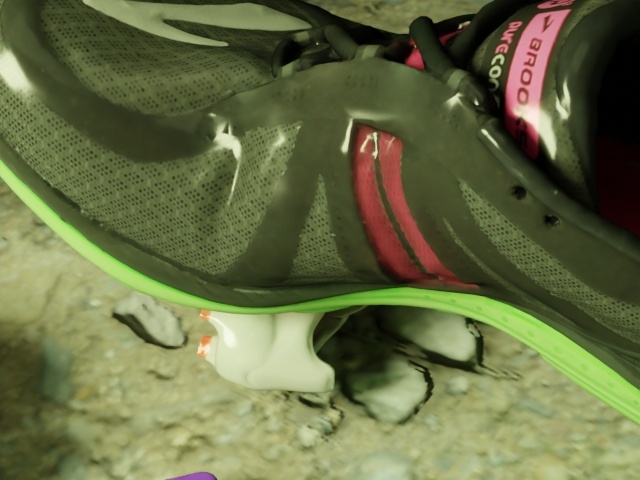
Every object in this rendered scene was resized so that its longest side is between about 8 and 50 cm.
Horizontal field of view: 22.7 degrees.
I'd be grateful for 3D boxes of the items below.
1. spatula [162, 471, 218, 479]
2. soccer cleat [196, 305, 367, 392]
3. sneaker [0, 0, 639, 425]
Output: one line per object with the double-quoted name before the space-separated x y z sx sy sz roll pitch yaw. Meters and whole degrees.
"spatula" 0.011 0.137 0.709 0.296 0.030 0.084 -4 44 9
"soccer cleat" 0.000 0.000 0.828 0.076 0.068 0.196 17 52 7
"sneaker" 0.068 -0.050 0.703 0.483 0.202 0.185 16 54 8
